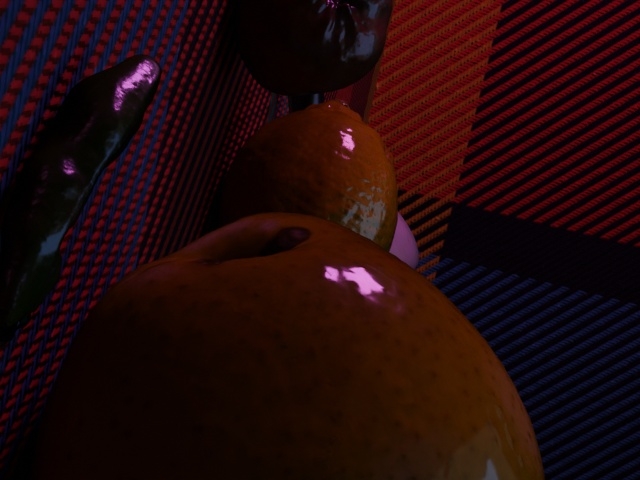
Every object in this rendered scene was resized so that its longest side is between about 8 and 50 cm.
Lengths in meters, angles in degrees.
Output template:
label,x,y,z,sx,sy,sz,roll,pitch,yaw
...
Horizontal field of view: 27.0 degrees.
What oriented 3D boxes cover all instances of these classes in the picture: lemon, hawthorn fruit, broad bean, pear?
label,x,y,z,sx,sy,sz,roll,pitch,yaw
lemon,-0.012,-0.032,1.370,0.188,0.188,0.257,91,19,-69
hawthorn fruit,-0.005,-0.192,1.235,0.189,0.149,0.149,82,22,-67
broad bean,-0.136,-0.037,0.726,0.061,0.046,0.195,121,-8,-64
pear,-0.021,0.193,0.894,0.362,0.362,0.419,-51,133,-79

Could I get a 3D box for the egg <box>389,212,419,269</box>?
label,x,y,z,sx,sy,sz,roll,pitch,yaw
egg,0.016,-0.008,1.844,0.271,0.206,0.162,-119,-173,-78

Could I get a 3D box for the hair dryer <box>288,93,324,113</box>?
label,x,y,z,sx,sy,sz,roll,pitch,yaw
hair dryer,-0.043,-0.095,1.625,0.284,0.155,0.320,61,25,-53
